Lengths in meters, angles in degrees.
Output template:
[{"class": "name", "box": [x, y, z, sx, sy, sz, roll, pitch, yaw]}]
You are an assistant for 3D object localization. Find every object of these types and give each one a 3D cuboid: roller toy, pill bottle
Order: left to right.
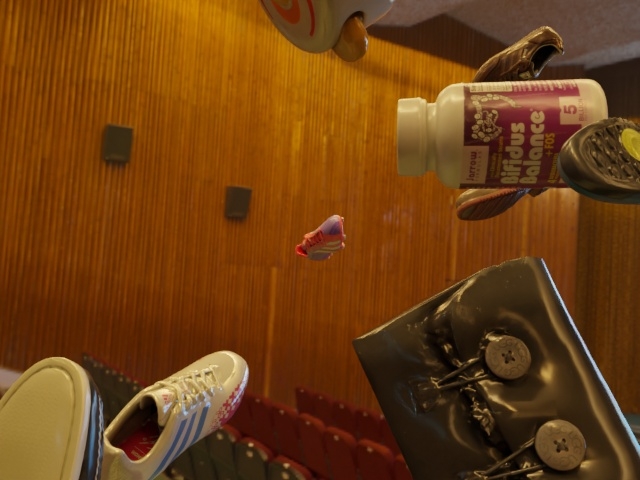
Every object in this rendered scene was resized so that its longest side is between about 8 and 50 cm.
[{"class": "roller toy", "box": [-0.005, -0.355, 0.799, 0.191, 0.146, 0.209, 40, -20, 41]}, {"class": "pill bottle", "box": [0.274, -0.165, 0.952, 0.302, 0.169, 0.169, 0, -3, 10]}]

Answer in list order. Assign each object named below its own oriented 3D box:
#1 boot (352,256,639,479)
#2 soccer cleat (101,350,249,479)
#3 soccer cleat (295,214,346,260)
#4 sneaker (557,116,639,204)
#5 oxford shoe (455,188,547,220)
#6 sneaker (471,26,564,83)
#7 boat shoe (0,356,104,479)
[{"class": "boot", "box": [0.276, 0.210, 0.519, 0.367, 0.445, 0.146, -19, -31, -10]}, {"class": "soccer cleat", "box": [-0.223, 0.267, 0.971, 0.116, 0.143, 0.331, 27, 40, 19]}, {"class": "soccer cleat", "box": [0.000, 0.000, 1.543, 0.095, 0.082, 0.248, -2, -15, -13]}, {"class": "sneaker", "box": [0.250, -0.054, 0.489, 0.209, 0.069, 0.082, -13, -19, -35]}, {"class": "oxford shoe", "box": [0.446, -0.150, 1.455, 0.348, 0.130, 0.123, -22, -20, -26]}, {"class": "sneaker", "box": [0.372, -0.327, 1.145, 0.188, 0.071, 0.066, -39, -50, 23]}, {"class": "boat shoe", "box": [-0.241, 0.276, 0.520, 0.127, 0.339, 0.113, -2, -18, 25]}]
